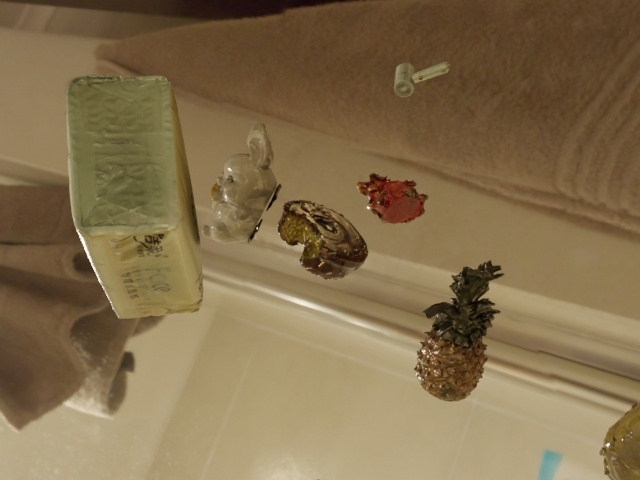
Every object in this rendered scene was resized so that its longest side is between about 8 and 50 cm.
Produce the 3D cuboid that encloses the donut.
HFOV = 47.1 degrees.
[{"bbox_3d":[0.001,0.000,1.740,0.096,0.230,0.216,-57,-19,24],"label":"donut"}]

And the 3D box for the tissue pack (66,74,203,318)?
[{"bbox_3d":[-0.349,-0.068,1.427,0.405,0.206,0.331,97,165,-63],"label":"tissue pack"}]

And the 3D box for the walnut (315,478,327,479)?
[{"bbox_3d":[0.011,0.655,1.640,0.198,0.198,0.244,-28,-45,-50],"label":"walnut"}]

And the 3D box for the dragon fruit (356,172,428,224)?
[{"bbox_3d":[0.192,-0.119,2.050,0.150,0.208,0.133,-42,-28,-53],"label":"dragon fruit"}]

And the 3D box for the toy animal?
[{"bbox_3d":[-0.190,-0.130,1.843,0.325,0.154,0.208,-63,13,13],"label":"toy animal"}]

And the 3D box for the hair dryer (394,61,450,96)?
[{"bbox_3d":[0.237,-0.388,1.701,0.047,0.137,0.082,56,-149,-36],"label":"hair dryer"}]

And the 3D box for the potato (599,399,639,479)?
[{"bbox_3d":[0.616,0.356,1.304,0.141,0.192,0.296,-87,19,-43],"label":"potato"}]

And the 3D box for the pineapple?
[{"bbox_3d":[0.281,0.179,1.491,0.170,0.141,0.309,0,-60,-22],"label":"pineapple"}]
